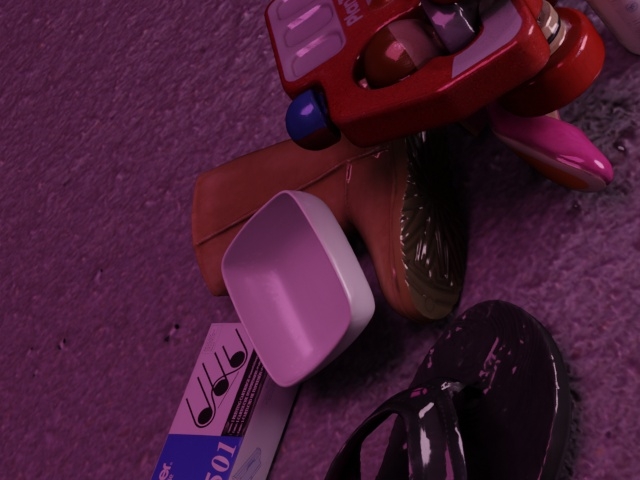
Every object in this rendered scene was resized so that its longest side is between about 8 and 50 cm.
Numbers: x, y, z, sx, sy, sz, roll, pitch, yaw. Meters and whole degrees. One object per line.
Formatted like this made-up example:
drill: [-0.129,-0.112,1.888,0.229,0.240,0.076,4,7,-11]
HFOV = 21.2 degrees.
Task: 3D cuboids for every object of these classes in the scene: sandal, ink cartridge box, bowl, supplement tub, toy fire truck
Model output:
sandal: [0.055,0.234,1.281,0.167,0.107,0.445,9,67,47]
ink cartridge box: [-0.084,0.171,1.508,0.097,0.046,0.207,-3,57,42]
bowl: [-0.013,0.040,1.455,0.142,0.053,0.142,-46,63,43]
supplement tub: [0.261,-0.215,1.457,0.071,0.107,0.071,-23,46,27]
toy fire truck: [0.076,-0.181,1.440,0.254,0.169,0.302,-33,34,14]

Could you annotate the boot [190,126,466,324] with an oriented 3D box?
boot: [0.000,0.000,1.548,0.269,0.089,0.236,-23,53,37]

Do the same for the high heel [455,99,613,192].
high heel: [0.195,-0.122,1.470,0.117,0.082,0.244,-53,29,0]
